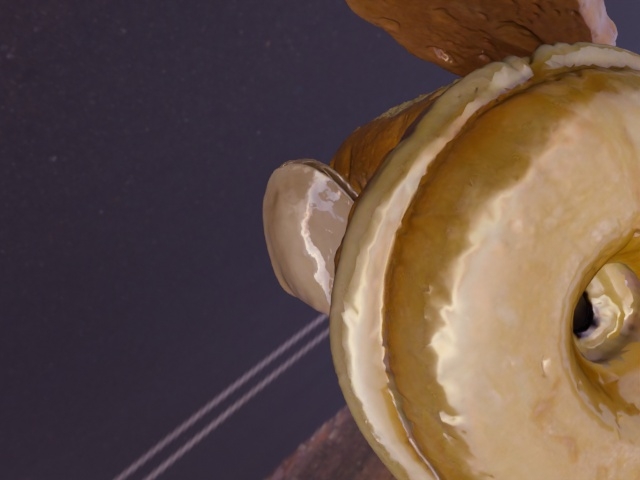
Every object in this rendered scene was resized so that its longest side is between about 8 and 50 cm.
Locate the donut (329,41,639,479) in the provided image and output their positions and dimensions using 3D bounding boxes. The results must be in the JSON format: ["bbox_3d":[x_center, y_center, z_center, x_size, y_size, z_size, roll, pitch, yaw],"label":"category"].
[{"bbox_3d":[0.207,0.061,0.762,0.449,0.449,0.198,-56,-154,-9],"label":"donut"}]

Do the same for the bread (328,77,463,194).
[{"bbox_3d":[0.186,-0.140,1.333,0.236,0.165,0.375,-37,-169,-31],"label":"bread"}]

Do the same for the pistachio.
[{"bbox_3d":[0.000,0.000,1.190,0.152,0.223,0.126,-24,-171,21],"label":"pistachio"}]

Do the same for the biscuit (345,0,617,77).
[{"bbox_3d":[0.157,-0.288,1.019,0.312,0.351,0.057,-4,-122,64],"label":"biscuit"}]
